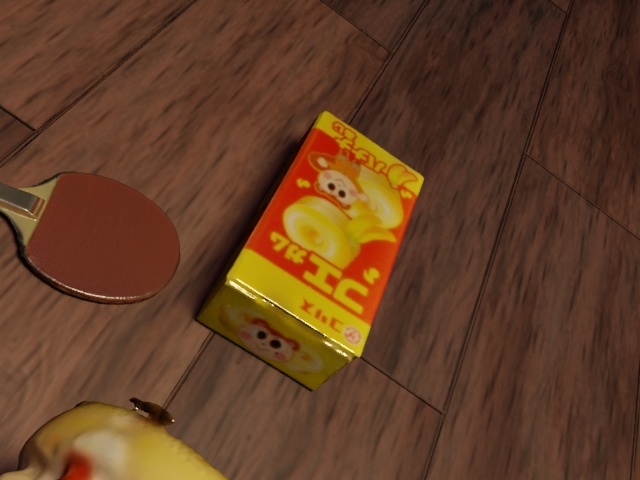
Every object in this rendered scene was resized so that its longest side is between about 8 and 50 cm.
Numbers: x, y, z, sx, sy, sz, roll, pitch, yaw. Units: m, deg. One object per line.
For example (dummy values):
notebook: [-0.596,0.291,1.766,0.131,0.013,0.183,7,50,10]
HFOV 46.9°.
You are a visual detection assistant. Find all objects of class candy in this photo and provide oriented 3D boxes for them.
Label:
candy: [0.000,0.000,0.762,0.146,0.088,0.276,33,46,-10]

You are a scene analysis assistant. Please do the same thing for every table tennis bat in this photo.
table tennis bat: [-0.233,-0.015,0.671,0.220,0.019,0.130,24,49,-19]

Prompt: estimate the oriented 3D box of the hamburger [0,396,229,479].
hamburger: [-0.138,0.227,0.405,0.303,0.261,0.186,38,47,22]
